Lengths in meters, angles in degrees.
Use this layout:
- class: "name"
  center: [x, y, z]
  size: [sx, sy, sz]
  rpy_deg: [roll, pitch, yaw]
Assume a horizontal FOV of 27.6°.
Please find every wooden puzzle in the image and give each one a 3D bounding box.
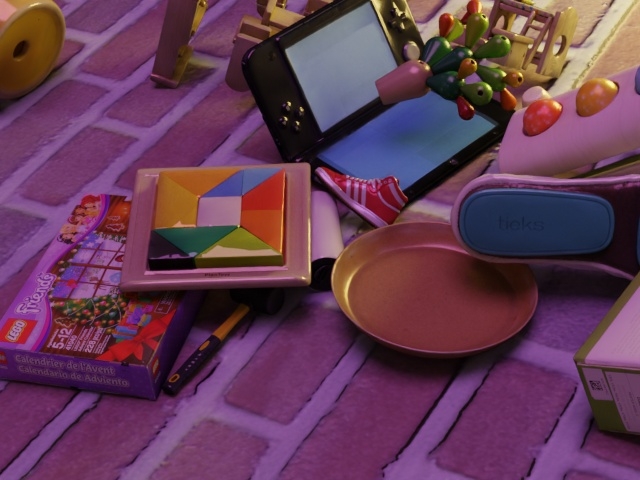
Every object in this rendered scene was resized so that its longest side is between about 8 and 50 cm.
- class: "wooden puzzle"
  center: [-0.122, -0.026, 1.563]
  size: [0.221, 0.044, 0.239]
  rpy_deg: [-2, 40, 1]

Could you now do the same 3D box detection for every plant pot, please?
- class: "plant pot"
  center: [-0.527, -0.339, 1.968]
  size: [0.239, 0.254, 0.254]
  rpy_deg: [33, 52, 20]
- class: "plant pot"
  center: [0.129, 0.060, 1.494]
  size: [0.236, 0.032, 0.236]
  rpy_deg: [1, 37, -1]

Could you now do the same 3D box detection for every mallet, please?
- class: "mallet"
  center: [-0.108, 0.110, 1.490]
  size: [0.062, 0.039, 0.190]
  rpy_deg: [12, 46, 27]

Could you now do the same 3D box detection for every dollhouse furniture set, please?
- class: "dollhouse furniture set"
  center: [-0.112, -0.292, 1.946]
  size: [0.242, 0.161, 0.212]
  rpy_deg: [19, 41, -3]
- class: "dollhouse furniture set"
  center: [0.242, -0.312, 1.846]
  size: [0.182, 0.101, 0.161]
  rpy_deg: [27, 16, 35]

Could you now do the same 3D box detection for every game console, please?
- class: "game console"
  center: [0.085, -0.202, 1.747]
  size: [0.293, 0.250, 0.173]
  rpy_deg: [-35, 19, -31]

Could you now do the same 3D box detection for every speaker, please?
- class: "speaker"
  center: [0.000, 0.000, 1.590]
  size: [0.055, 0.055, 0.136]
  rpy_deg: [-8, 38, 0]

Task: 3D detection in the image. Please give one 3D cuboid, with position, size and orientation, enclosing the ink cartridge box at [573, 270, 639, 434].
- class: "ink cartridge box"
  center: [0.410, 0.108, 1.290]
  size: [0.255, 0.097, 0.189]
  rpy_deg: [1, 34, 43]

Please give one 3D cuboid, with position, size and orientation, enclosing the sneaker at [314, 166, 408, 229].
- class: "sneaker"
  center: [0.054, -0.069, 1.632]
  size: [0.118, 0.042, 0.067]
  rpy_deg: [39, 88, 6]

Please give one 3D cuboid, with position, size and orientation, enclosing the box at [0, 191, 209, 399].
- class: "box"
  center: [-0.242, 0.057, 1.555]
  size: [0.200, 0.057, 0.293]
  rpy_deg: [5, 40, 15]

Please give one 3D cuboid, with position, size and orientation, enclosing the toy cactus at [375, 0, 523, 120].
- class: "toy cactus"
  center: [0.163, -0.220, 1.702]
  size: [0.180, 0.112, 0.219]
  rpy_deg: [-20, 45, 9]

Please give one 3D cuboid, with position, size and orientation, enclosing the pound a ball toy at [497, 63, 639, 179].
- class: "pound a ball toy"
  center: [0.346, -0.159, 1.581]
  size: [0.319, 0.136, 0.208]
  rpy_deg: [-18, 36, 42]

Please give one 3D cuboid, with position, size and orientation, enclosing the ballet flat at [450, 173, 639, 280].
- class: "ballet flat"
  center: [0.350, -0.016, 1.486]
  size: [0.400, 0.139, 0.139]
  rpy_deg: [8, 40, 9]
